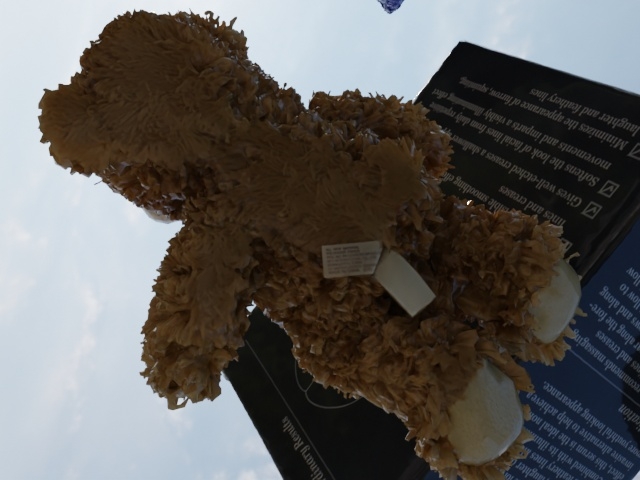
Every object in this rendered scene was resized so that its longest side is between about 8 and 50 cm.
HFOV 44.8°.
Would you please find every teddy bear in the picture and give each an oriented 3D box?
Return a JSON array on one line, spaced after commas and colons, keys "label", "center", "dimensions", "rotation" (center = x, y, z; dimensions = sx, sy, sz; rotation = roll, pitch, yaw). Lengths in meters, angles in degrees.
[{"label": "teddy bear", "center": [0.000, 0.000, 0.465], "dimensions": [0.113, 0.338, 0.245], "rotation": [119, -12, -69]}]

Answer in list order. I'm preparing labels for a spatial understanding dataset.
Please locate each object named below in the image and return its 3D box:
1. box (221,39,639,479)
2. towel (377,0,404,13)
[{"label": "box", "center": [0.138, 0.066, 0.675], "dimensions": [0.395, 0.212, 0.293], "rotation": [-51, -147, 5]}, {"label": "towel", "center": [0.121, -0.392, 0.779], "dimensions": [0.076, 0.227, 0.308], "rotation": [45, -75, 26]}]
